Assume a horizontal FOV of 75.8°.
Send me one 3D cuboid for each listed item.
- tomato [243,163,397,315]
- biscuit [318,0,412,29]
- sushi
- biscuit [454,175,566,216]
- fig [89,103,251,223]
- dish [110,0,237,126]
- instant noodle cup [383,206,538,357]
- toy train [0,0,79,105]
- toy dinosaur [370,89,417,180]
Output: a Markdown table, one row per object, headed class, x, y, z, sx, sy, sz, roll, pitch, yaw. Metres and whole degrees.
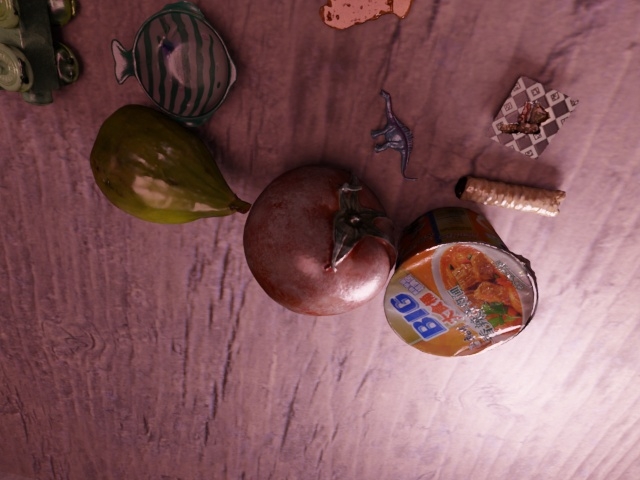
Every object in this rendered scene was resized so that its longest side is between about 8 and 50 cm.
| class | x | y | z | sx | sy | sz | roll | pitch | yaw |
| --- | --- | --- | --- | --- | --- | --- | --- | --- | --- |
| tomato | 0.000 | 0.000 | 0.844 | 0.317 | 0.316 | 0.282 | 39 | 135 | -13 |
| biscuit | 0.110 | -0.476 | 0.699 | 0.280 | 0.043 | 0.183 | -38 | 111 | 22 |
| sushi | 0.404 | -0.238 | 0.798 | 0.120 | 0.026 | 0.126 | 25 | 117 | -2 |
| biscuit | 0.397 | -0.096 | 0.864 | 0.219 | 0.055 | 0.061 | 12 | 111 | 3 |
| fig | -0.319 | -0.130 | 0.832 | 0.314 | 0.233 | 0.233 | 42 | 128 | 32 |
| dish | -0.275 | -0.347 | 0.815 | 0.246 | 0.078 | 0.224 | 7 | 118 | 4 |
| instant noodle cup | 0.282 | 0.073 | 0.890 | 0.297 | 0.214 | 0.296 | 4 | 121 | 7 |
| toy train | -0.602 | -0.409 | 0.801 | 0.188 | 0.159 | 0.271 | 18 | 122 | 11 |
| toy dinosaur | 0.150 | -0.209 | 0.846 | 0.080 | 0.045 | 0.197 | -19 | 106 | 16 |
